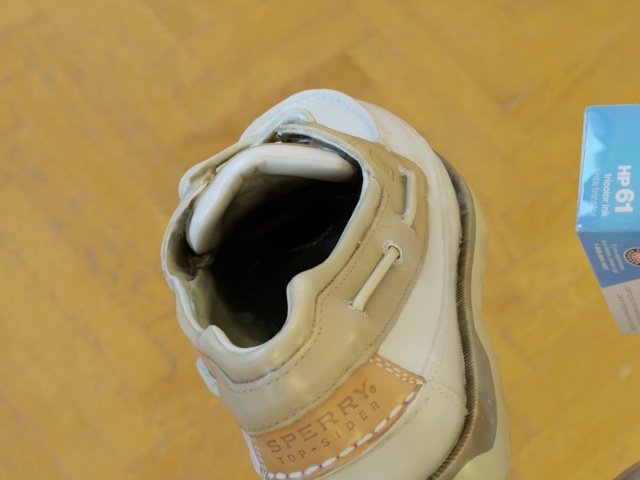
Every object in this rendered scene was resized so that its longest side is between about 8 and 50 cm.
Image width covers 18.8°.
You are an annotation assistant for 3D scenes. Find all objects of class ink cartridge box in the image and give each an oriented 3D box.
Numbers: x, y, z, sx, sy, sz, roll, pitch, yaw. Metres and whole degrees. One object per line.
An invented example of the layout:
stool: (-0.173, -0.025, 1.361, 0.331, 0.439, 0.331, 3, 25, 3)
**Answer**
ink cartridge box: (0.157, -0.007, 0.666, 0.122, 0.088, 0.052, -2, 63, 20)

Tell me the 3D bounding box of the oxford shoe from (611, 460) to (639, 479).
oxford shoe: (0.161, 0.150, 0.617, 0.096, 0.227, 0.083, -33, 31, 3)

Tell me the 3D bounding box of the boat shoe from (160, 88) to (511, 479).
boat shoe: (0.000, 0.000, 0.762, 0.103, 0.113, 0.302, 51, 9, -26)
